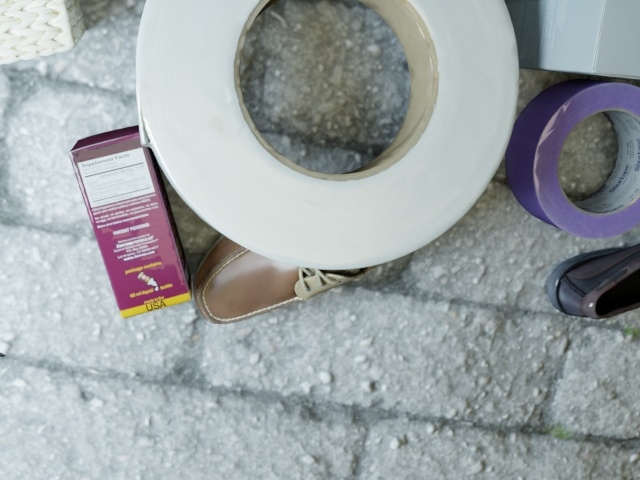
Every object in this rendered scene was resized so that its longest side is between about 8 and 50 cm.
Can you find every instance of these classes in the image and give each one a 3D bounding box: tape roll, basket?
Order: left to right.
[{"bbox_3d":[-0.292,-0.233,0.755,0.113,0.167,0.103,-14,113,-8],"label":"basket"},{"bbox_3d":[0.009,-0.162,0.792,0.392,0.072,0.391,-1,94,-13],"label":"tape roll"},{"bbox_3d":[0.331,-0.101,0.961,0.189,0.080,0.188,-3,106,-11],"label":"tape roll"}]

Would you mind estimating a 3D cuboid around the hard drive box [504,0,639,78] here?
[{"bbox_3d":[0.323,-0.220,0.848,0.181,0.232,0.089,2,104,-13],"label":"hard drive box"}]

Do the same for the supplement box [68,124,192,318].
[{"bbox_3d":[-0.204,-0.025,0.856,0.081,0.104,0.188,-16,106,-7],"label":"supplement box"}]

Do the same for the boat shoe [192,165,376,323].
[{"bbox_3d":[0.000,0.000,0.898,0.324,0.116,0.123,-31,108,-3],"label":"boat shoe"}]

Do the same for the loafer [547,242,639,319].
[{"bbox_3d":[0.452,0.040,1.014,0.303,0.095,0.109,-18,107,-7],"label":"loafer"}]
